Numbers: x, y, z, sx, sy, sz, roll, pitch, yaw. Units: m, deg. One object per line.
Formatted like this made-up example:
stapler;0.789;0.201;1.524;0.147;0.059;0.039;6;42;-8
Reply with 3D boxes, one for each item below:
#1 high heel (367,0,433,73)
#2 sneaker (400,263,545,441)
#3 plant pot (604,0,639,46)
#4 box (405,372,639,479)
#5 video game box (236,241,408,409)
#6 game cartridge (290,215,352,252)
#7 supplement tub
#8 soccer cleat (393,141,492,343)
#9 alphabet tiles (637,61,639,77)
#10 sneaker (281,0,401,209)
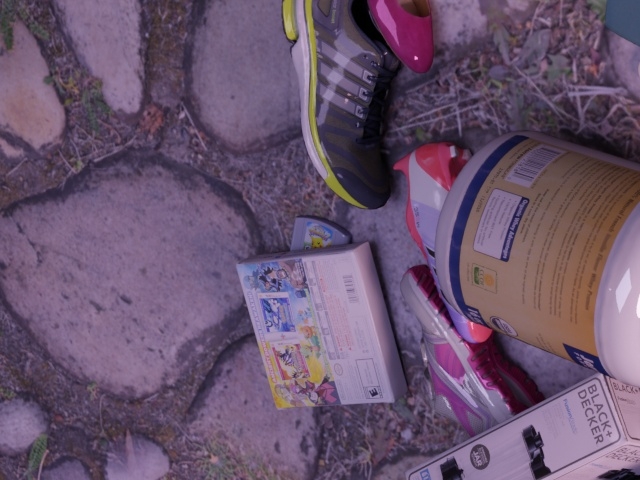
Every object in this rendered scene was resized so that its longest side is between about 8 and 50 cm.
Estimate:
high heel;0.113;-0.322;1.967;0.117;0.082;0.244;-19;81;39
sneaker;0.161;0.149;2.040;0.111;0.103;0.252;-36;81;33
plant pot;0.416;-0.256;1.710;0.234;0.165;0.166;15;108;37
box;0.262;0.255;1.939;0.290;0.169;0.087;-32;60;30
video game box;0.001;0.111;2.160;0.187;0.048;0.205;-7;104;32
game cartridge;0.000;0.000;2.161;0.083;0.017;0.056;20;109;28
supplement tub;0.305;0.024;1.808;0.316;0.228;0.228;22;114;39
soccer cleat;0.149;0.005;2.002;0.095;0.083;0.248;-17;76;32
alphabet tiles;0.452;-0.261;1.792;0.284;0.021;0.278;30;117;23
sneaker;0.042;-0.184;2.033;0.121;0.111;0.300;-9;99;31
